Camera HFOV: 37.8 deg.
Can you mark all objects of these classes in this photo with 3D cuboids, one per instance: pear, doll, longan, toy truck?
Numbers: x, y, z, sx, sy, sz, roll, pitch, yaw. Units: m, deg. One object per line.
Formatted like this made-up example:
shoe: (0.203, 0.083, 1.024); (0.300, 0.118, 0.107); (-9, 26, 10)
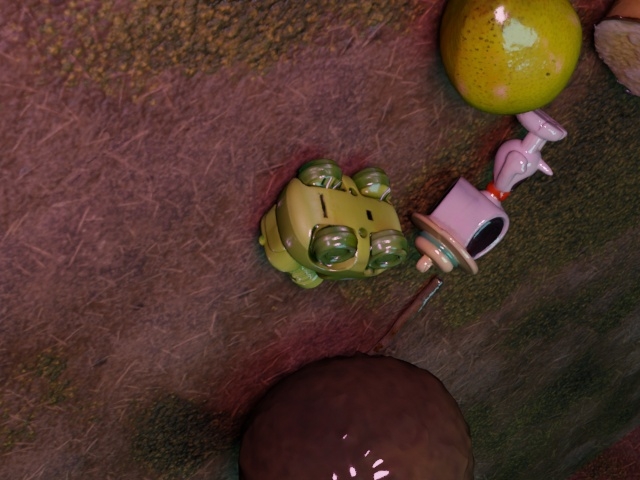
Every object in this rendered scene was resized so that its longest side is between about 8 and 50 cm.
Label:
pear: (0.231, -0.256, 1.158); (0.187, 0.187, 0.219); (-40, 149, 3)
doll: (0.250, -0.079, 1.434); (0.208, 0.144, 0.271); (-29, 152, -48)
longan: (0.059, 0.366, 1.546); (0.391, 0.391, 0.391); (-23, 141, -20)
toy truck: (-0.001, -0.009, 1.288); (0.211, 0.148, 0.187); (-26, 153, 27)

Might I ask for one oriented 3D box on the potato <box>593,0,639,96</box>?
potato: (0.573, -0.333, 1.338); (0.237, 0.301, 0.289); (-62, 170, -10)

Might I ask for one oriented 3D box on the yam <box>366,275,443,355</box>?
yam: (0.141, 0.153, 1.670); (0.027, 0.029, 0.234); (32, 110, -24)
